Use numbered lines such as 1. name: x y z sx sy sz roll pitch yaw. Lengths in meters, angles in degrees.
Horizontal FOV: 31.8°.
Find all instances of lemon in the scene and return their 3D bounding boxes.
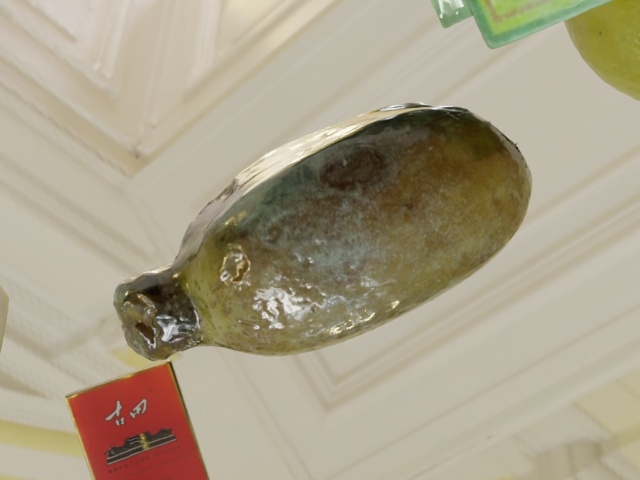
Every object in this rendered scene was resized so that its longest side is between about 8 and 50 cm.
1. lemon: 0.304 -0.203 0.953 0.184 0.248 0.184 -13 -73 -48

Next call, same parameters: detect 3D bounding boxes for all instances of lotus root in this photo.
1. lotus root: 0.000 0.000 0.501 0.088 0.192 0.113 67 168 -20

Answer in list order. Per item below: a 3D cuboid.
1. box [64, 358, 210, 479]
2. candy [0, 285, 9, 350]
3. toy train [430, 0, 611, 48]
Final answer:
1. box: -0.144 0.173 0.910 0.023 0.090 0.133 175 78 -82
2. candy: -0.527 0.075 1.345 0.276 0.146 0.088 7 -109 -2
3. toy train: 0.140 -0.216 0.574 0.159 0.188 0.272 60 -155 -23
